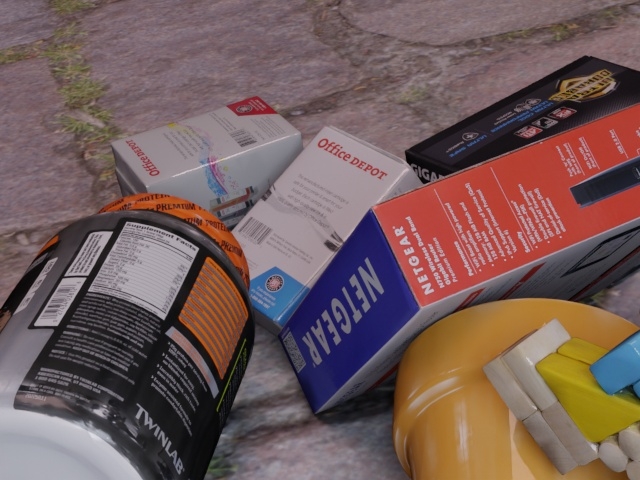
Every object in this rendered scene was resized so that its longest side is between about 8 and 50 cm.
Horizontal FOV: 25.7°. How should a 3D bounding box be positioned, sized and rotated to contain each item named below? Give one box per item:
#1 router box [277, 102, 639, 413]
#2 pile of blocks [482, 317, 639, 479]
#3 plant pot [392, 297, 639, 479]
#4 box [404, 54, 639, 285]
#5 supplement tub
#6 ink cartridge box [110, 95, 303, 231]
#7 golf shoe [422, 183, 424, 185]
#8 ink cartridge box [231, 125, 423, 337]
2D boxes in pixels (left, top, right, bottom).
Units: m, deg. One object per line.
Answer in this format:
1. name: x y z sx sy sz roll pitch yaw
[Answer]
1. router box: 0.145 0.014 1.129 0.301 0.082 0.335 -21 -13 -20
2. pile of blocks: 0.268 0.104 0.788 0.362 0.149 0.113 26 42 36
3. plant pot: 0.146 0.176 0.963 0.205 0.205 0.188 -2 45 12
4. box: 0.294 -0.085 1.484 0.296 0.073 0.293 -28 33 -28
5. supplement tub: -0.172 0.112 1.133 0.207 0.207 0.338 -2 30 13
6. ink cartridge box: -0.113 -0.054 1.485 0.176 0.127 0.128 -19 31 -17
7. golf shoe: 0.114 -0.023 1.410 0.068 0.086 0.186 -14 28 -5
8. ink cartridge box: 0.000 0.000 1.330 0.190 0.082 0.140 -48 40 -10
